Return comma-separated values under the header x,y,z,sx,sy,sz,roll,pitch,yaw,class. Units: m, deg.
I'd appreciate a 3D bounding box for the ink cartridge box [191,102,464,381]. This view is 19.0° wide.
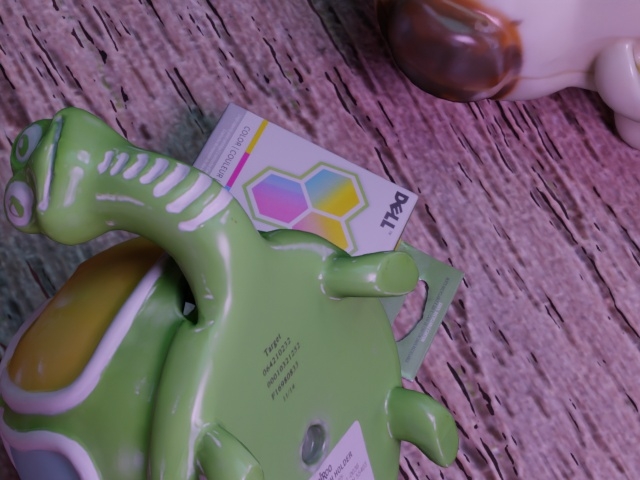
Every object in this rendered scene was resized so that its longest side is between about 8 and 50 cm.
x,y,z,sx,sy,sz,roll,pitch,yaw,class
0.000,0.000,1.355,0.209,0.062,0.109,27,54,1,ink cartridge box

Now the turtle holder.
x,y,z,sx,sy,sz,roll,pitch,yaw,class
-0.085,0.097,1.128,0.227,0.320,0.243,8,70,33,turtle holder

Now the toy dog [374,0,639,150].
x,y,z,sx,sy,sz,roll,pitch,yaw,class
0.235,-0.210,1.392,0.408,0.395,0.284,-10,72,15,toy dog
